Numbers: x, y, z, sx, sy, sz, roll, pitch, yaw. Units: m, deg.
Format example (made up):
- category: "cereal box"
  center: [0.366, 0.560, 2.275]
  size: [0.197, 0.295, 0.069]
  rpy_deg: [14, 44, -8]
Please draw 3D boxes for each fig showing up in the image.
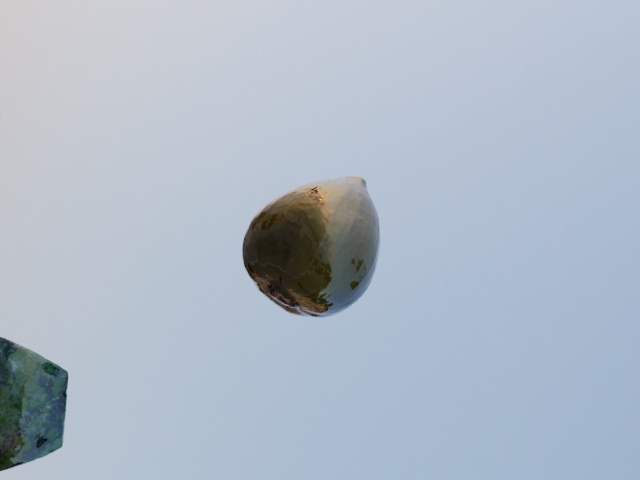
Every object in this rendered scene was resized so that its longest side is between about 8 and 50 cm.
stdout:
- category: "fig"
  center: [0.000, 0.000, 0.653]
  size: [0.088, 0.074, 0.074]
  rpy_deg: [-56, -166, -30]

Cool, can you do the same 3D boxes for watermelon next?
- category: "watermelon"
  center: [-0.216, 0.103, 0.791]
  size: [0.072, 0.084, 0.092]
  rpy_deg: [11, -63, 59]
